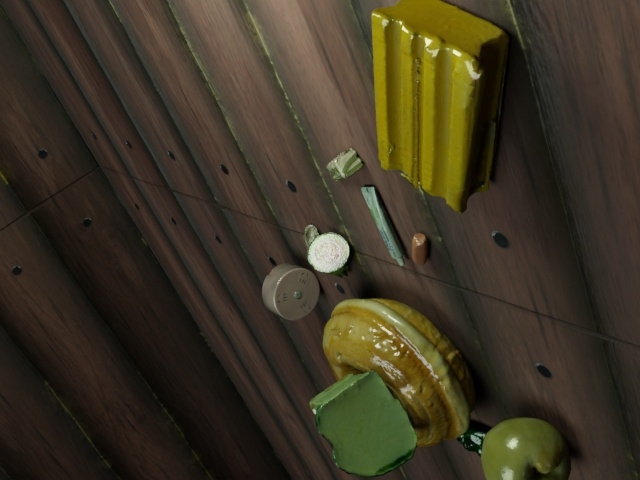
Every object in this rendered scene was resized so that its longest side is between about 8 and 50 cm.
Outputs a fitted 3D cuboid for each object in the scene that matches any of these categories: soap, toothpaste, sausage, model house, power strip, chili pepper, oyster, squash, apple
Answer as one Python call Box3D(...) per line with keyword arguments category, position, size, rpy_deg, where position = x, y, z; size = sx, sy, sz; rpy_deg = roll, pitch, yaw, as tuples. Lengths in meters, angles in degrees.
Box3D(category="soap", position=(0.184, -0.209, 1.215), size=(0.204, 0.096, 0.324), rpy_deg=(38, 154, 29))
Box3D(category="toothpaste", position=(0.138, -0.030, 1.650), size=(0.048, 0.029, 0.197), rpy_deg=(8, 130, 57))
Box3D(category="sausage", position=(0.205, 0.019, 1.592), size=(0.034, 0.034, 0.083), rpy_deg=(37, 154, 29))
Box3D(category="model house", position=(0.079, 0.422, 1.742), size=(0.214, 0.195, 0.189), rpy_deg=(56, 163, -3))
Box3D(category="power strip", position=(-0.080, 0.144, 2.143), size=(0.078, 0.154, 0.154), rpy_deg=(15, 138, 56))
Box3D(category="chili pepper", position=(0.422, 0.513, 1.897), size=(0.224, 0.061, 0.098), rpy_deg=(21, 136, 52))
Box3D(category="oyster", position=(0.000, 0.000, 1.960), size=(0.081, 0.038, 0.083), rpy_deg=(6, 106, 26))
Box3D(category="squash", position=(0.031, 0.048, 1.908), size=(0.105, 0.105, 0.132), rpy_deg=(41, 173, 21))
Box3D(category="apple", position=(0.435, 0.468, 1.650), size=(0.200, 0.200, 0.200), rpy_deg=(40, 155, 24))

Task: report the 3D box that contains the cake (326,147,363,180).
Box3D(category="cake", position=(0.048, -0.158, 1.629), size=(0.051, 0.055, 0.140), rpy_deg=(52, 174, -7))

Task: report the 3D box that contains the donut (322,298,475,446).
Box3D(category="donut", position=(0.179, 0.314, 1.872), size=(0.449, 0.198, 0.449), rpy_deg=(41, 153, 26))
